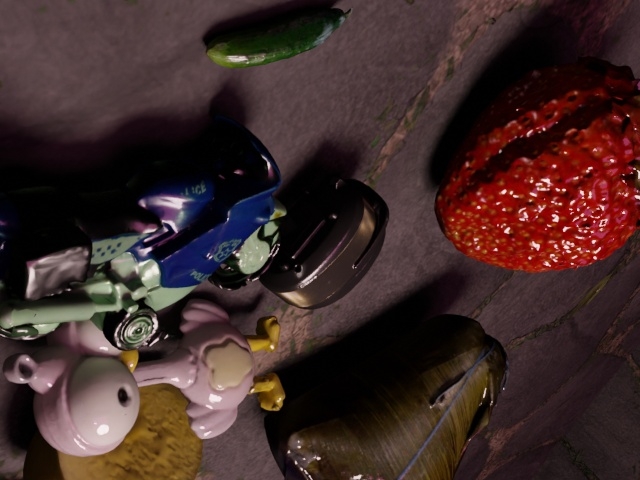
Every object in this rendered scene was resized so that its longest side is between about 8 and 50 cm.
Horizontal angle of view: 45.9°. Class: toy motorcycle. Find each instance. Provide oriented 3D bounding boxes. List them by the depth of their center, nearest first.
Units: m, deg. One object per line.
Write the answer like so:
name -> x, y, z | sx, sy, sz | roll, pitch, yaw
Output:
toy motorcycle -> -0.151, -0.012, 0.685 | 0.331, 0.125, 0.196 | -12, 129, -43

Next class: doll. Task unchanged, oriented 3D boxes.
doll -> -0.175, 0.139, 0.815 | 0.094, 0.160, 0.365 | -11, 167, 32

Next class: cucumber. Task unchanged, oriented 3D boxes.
cucumber -> -0.032, -0.183, 0.689 | 0.155, 0.037, 0.037 | -25, 143, -25

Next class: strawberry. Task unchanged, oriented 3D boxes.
strawberry -> 0.281, -0.086, 0.969 | 0.288, 0.250, 0.238 | -20, 156, 12

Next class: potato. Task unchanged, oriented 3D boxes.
potato -> -0.250, 0.246, 0.849 | 0.158, 0.203, 0.178 | -35, 116, 32

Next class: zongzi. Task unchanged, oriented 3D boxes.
zongzi -> 0.172, 0.366, 1.175 | 0.403, 0.432, 0.208 | -29, -179, -21

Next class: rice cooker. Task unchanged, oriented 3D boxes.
rice cooker -> 0.000, 0.000, 0.866 | 0.165, 0.112, 0.106 | -54, 141, 6
